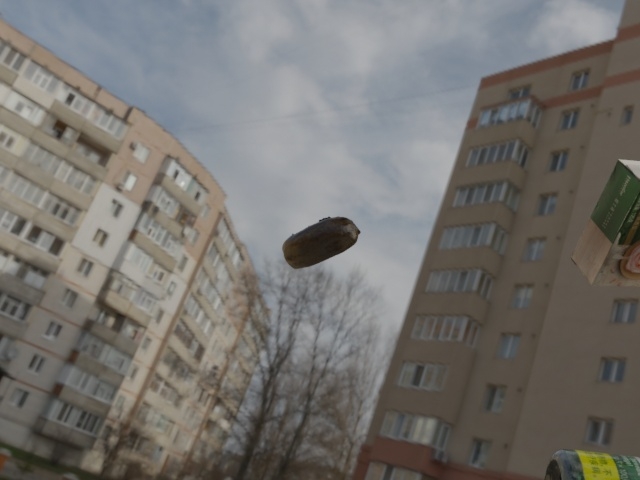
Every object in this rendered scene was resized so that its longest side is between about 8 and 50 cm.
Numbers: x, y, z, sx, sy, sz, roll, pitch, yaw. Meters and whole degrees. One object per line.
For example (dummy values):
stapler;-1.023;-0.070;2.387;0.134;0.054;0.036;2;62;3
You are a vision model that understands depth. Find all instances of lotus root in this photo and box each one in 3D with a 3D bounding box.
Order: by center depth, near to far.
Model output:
lotus root;0.000;0.001;0.764;0.030;0.083;0.037;-102;168;-72

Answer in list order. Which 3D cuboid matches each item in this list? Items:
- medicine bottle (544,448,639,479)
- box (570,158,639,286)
medicine bottle;0.435;0.344;0.912;0.293;0.141;0.141;6;-22;5
box;0.501;-0.023;1.160;0.135;0.081;0.199;2;-52;-15
